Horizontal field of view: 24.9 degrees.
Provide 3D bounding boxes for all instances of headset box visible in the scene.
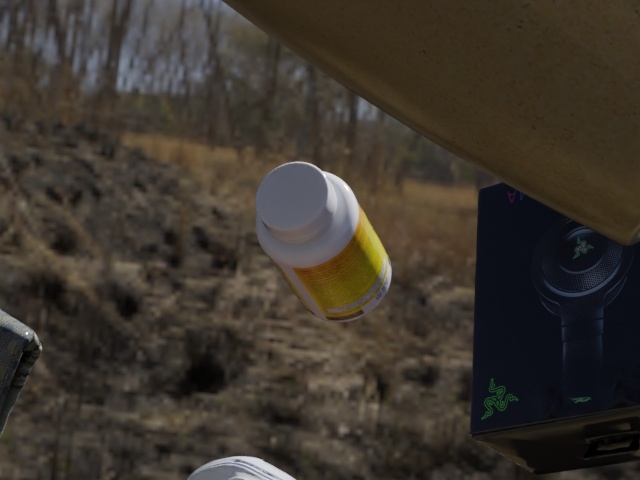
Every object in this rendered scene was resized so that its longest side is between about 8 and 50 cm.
[{"bbox_3d":[0.276,0.073,1.359,0.246,0.283,0.131,-14,-33,35],"label":"headset box"}]

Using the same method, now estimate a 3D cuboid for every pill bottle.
[{"bbox_3d":[0.000,0.000,1.623,0.117,0.117,0.215,7,-24,22],"label":"pill bottle"}]

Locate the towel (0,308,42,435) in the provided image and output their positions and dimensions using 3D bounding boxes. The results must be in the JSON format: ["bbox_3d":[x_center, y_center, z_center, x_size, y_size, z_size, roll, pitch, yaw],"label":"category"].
[{"bbox_3d":[-0.345,0.151,0.975,0.312,0.324,0.056,23,4,29],"label":"towel"}]

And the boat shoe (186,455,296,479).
[{"bbox_3d":[-0.053,0.208,1.067,0.076,0.083,0.226,-12,3,-39],"label":"boat shoe"}]

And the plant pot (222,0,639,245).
[{"bbox_3d":[0.065,-0.141,0.517,0.274,0.256,0.256,50,13,13],"label":"plant pot"}]
